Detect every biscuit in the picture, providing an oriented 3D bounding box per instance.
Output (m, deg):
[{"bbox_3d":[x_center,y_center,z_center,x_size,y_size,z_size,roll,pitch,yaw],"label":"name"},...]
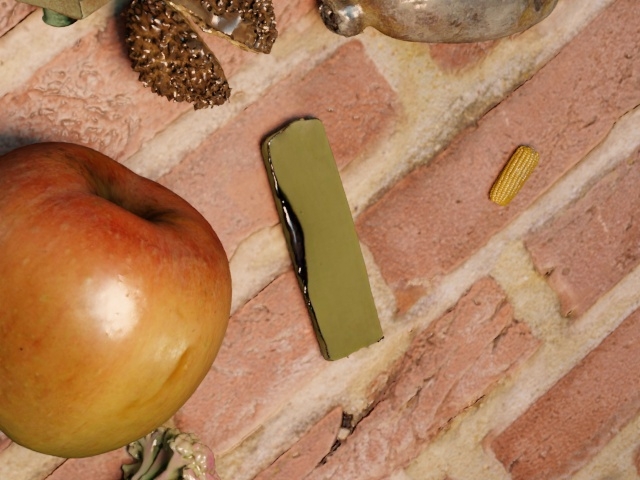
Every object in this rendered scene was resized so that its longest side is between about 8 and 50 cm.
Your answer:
[{"bbox_3d":[0.000,0.000,2.036,0.099,0.038,0.322,-26,112,-24],"label":"biscuit"}]

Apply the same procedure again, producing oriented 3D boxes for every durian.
[{"bbox_3d":[-0.151,-0.251,1.843,0.196,0.167,0.196,1,87,-12],"label":"durian"}]

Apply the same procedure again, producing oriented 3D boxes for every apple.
[{"bbox_3d":[-0.272,0.071,1.755,0.338,0.338,0.305,23,109,-30],"label":"apple"}]

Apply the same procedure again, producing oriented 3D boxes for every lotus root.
[{"bbox_3d":[0.163,-0.325,1.981,0.350,0.175,0.175,-15,108,-25],"label":"lotus root"}]

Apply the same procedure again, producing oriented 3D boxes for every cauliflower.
[{"bbox_3d":[-0.237,0.353,1.917,0.315,0.239,0.256,3,126,-12],"label":"cauliflower"}]

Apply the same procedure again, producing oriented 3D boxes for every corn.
[{"bbox_3d":[0.260,-0.087,2.157,0.037,0.037,0.092,36,87,-29],"label":"corn"}]

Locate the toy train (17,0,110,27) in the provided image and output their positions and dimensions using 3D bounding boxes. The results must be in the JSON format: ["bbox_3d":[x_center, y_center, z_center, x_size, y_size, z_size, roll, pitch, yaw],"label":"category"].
[{"bbox_3d":[-0.283,-0.384,1.698,0.159,0.129,0.326,-45,143,-37],"label":"toy train"}]
